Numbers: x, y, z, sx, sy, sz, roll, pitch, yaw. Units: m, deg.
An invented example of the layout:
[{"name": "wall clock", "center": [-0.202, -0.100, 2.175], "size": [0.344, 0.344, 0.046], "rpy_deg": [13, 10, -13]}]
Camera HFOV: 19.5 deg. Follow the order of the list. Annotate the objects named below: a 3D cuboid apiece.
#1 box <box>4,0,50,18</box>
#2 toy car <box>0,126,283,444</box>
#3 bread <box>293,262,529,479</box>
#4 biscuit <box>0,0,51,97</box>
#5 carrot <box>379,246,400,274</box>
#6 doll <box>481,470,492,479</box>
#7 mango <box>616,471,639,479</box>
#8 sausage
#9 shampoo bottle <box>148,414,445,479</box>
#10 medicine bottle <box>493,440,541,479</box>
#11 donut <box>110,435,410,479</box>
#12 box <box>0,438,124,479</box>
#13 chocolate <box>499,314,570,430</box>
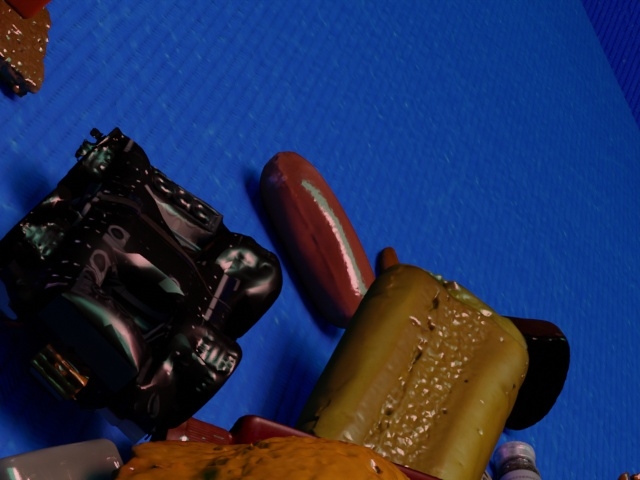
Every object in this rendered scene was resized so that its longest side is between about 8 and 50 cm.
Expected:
[{"name": "box", "center": [-0.215, -0.427, 1.482], "size": [0.257, 0.319, 0.348], "rpy_deg": [43, 19, -36]}, {"name": "toy car", "center": [-0.144, 0.032, 1.359], "size": [0.193, 0.118, 0.301], "rpy_deg": [46, 23, -8]}, {"name": "bread", "center": [0.058, 0.171, 1.574], "size": [0.166, 0.112, 0.383], "rpy_deg": [35, 39, -3]}, {"name": "biscuit", "center": [-0.297, -0.220, 1.469], "size": [0.231, 0.025, 0.131], "rpy_deg": [48, 23, -31]}, {"name": "carrot", "center": [0.080, 0.043, 2.019], "size": [0.035, 0.035, 0.142], "rpy_deg": [48, 18, -30]}, {"name": "doll", "center": [0.119, 0.274, 1.693], "size": [0.155, 0.113, 0.275], "rpy_deg": [16, 40, -60]}, {"name": "mango", "center": [0.442, 0.404, 2.225], "size": [0.287, 0.153, 0.201], "rpy_deg": [63, 11, 2]}, {"name": "sausage", "center": [0.000, 0.000, 1.823], "size": [0.194, 0.077, 0.077], "rpy_deg": [61, 20, 4]}, {"name": "shampoo bottle", "center": [-0.003, 0.195, 1.378], "size": [0.260, 0.064, 0.102], "rpy_deg": [20, 58, -14]}, {"name": "medicine bottle", "center": [0.217, 0.296, 1.972], "size": [0.051, 0.051, 0.191], "rpy_deg": [48, 22, -32]}, {"name": "donut", "center": [0.016, 0.297, 1.161], "size": [0.377, 0.164, 0.435], "rpy_deg": [-74, 148, -63]}, {"name": "box", "center": [-0.170, 0.183, 1.116], "size": [0.124, 0.093, 0.172], "rpy_deg": [65, 20, 9]}, {"name": "chocolate", "center": [0.216, 0.130, 2.123], "size": [0.149, 0.125, 0.080], "rpy_deg": [42, 9, -32]}]
